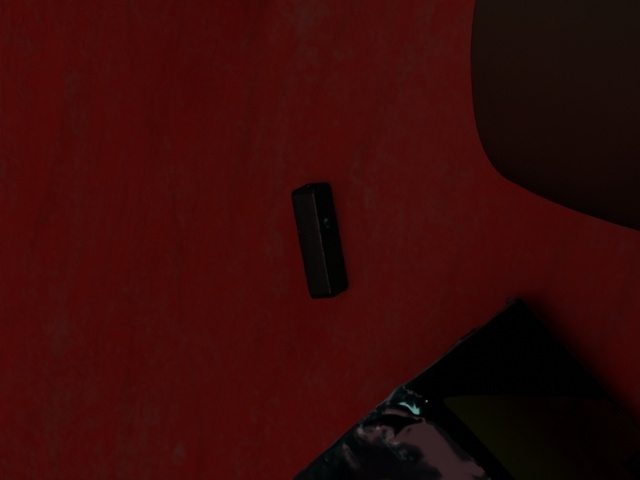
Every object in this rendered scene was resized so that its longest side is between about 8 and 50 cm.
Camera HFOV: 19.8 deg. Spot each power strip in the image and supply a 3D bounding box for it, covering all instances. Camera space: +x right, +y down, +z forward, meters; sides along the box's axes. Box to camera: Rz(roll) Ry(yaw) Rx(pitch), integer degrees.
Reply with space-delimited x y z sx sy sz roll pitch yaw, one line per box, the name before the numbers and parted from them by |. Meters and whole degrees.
power strip | 0.000 0.000 1.755 0.029 0.038 0.111 -4 104 30

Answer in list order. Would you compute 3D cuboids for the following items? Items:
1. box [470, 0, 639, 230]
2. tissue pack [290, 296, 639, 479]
box | 0.262 -0.142 1.410 0.216 0.301 0.301 8 110 33
tissue pack | 0.185 0.293 1.608 0.416 0.264 0.253 49 125 9
